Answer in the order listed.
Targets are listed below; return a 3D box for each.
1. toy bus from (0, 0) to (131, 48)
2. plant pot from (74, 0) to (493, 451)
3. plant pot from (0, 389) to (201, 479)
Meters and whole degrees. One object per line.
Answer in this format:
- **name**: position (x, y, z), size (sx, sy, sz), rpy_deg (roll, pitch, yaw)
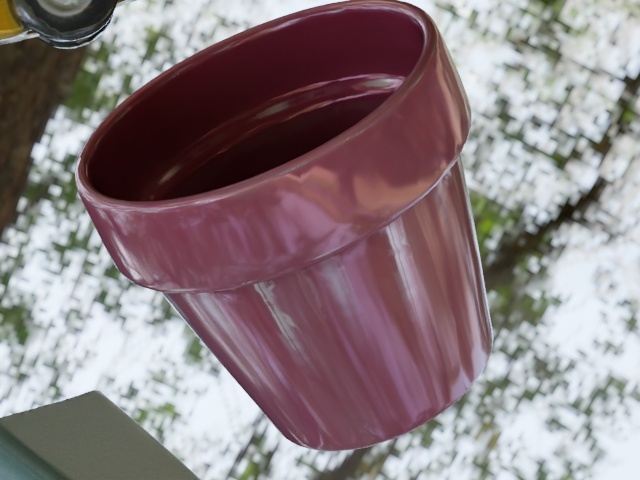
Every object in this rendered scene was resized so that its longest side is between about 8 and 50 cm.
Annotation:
- **toy bus**: position (-0.078, -0.180, 0.865), size (0.333, 0.130, 0.108), rpy_deg (-22, -173, -5)
- **plant pot**: position (0.000, 0.000, 0.925), size (0.201, 0.180, 0.201), rpy_deg (-21, -154, 10)
- **plant pot**: position (-0.194, 0.308, 1.541), size (0.252, 0.247, 0.248), rpy_deg (32, -170, 12)
